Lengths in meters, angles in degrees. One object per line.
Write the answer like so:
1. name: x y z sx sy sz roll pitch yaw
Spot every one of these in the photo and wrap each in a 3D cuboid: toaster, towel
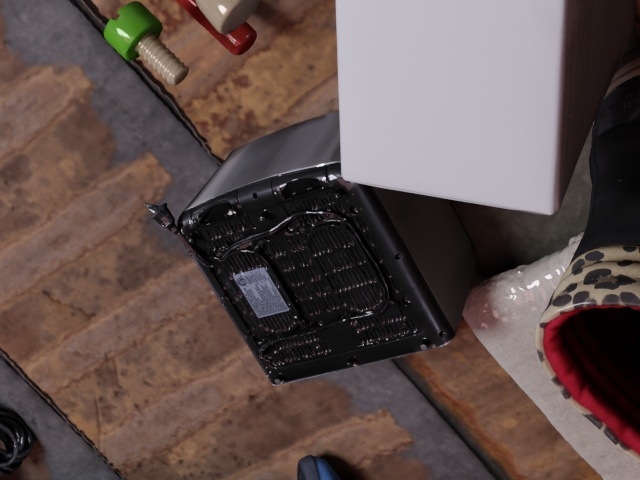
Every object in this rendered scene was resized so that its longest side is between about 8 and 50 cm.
1. toaster: 0.000 0.000 1.210 0.168 0.110 0.185 -17 116 31
2. towel: 0.257 0.103 1.216 0.187 0.049 0.282 -30 110 34

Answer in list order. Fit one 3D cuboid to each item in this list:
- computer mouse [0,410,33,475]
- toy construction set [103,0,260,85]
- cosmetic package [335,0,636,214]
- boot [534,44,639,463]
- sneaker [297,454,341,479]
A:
1. computer mouse: -0.391 0.252 1.461 0.188 0.072 0.272 32 90 -27
2. toy construction set: -0.121 -0.267 1.040 0.237 0.257 0.309 44 154 12
3. cosmetic package: 0.105 -0.173 0.968 0.138 0.224 0.224 9 126 16
4. boot: 0.311 0.051 1.000 0.377 0.284 0.138 32 130 0
5. sneaker: 0.039 0.269 1.427 0.082 0.069 0.209 -20 108 -4
